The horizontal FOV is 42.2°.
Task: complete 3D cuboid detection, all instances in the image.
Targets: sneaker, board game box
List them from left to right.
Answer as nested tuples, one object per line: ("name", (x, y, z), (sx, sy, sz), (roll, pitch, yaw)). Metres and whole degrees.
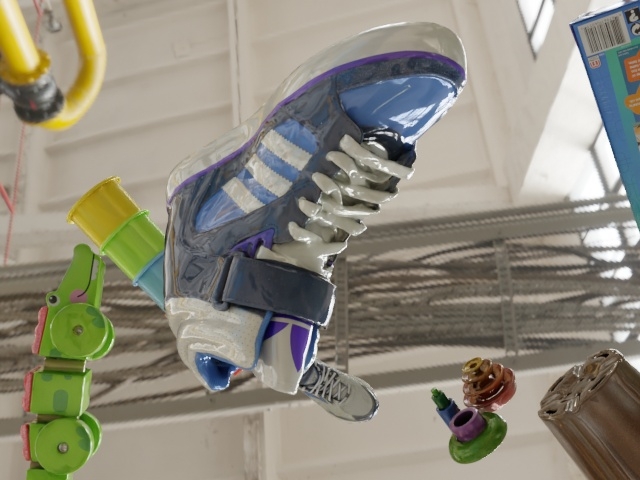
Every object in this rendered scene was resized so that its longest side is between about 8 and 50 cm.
("sneaker", (-0.001, 0.000, 0.668), (0.323, 0.130, 0.236), (-27, -121, 31))
("sneaker", (-0.001, 0.156, 0.901), (0.135, 0.058, 0.052), (26, -97, 23))
("board game box", (0.294, -0.090, 0.606), (0.160, 0.210, 0.047), (-14, -166, 32))

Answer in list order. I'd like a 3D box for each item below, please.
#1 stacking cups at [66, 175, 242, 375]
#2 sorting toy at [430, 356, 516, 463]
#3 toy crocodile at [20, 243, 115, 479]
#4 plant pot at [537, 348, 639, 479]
("stacking cups", (-0.211, 0.059, 1.142), (0.096, 0.096, 0.316), (-41, -91, -23))
("sorting toy", (0.119, 0.130, 0.666), (0.042, 0.061, 0.102), (53, -143, -13))
("toy crocodile", (-0.316, 0.173, 1.012), (0.105, 0.115, 0.340), (7, -96, -7))
("plant pot", (0.364, 0.232, 1.003), (0.167, 0.167, 0.165), (-42, -91, -23))
